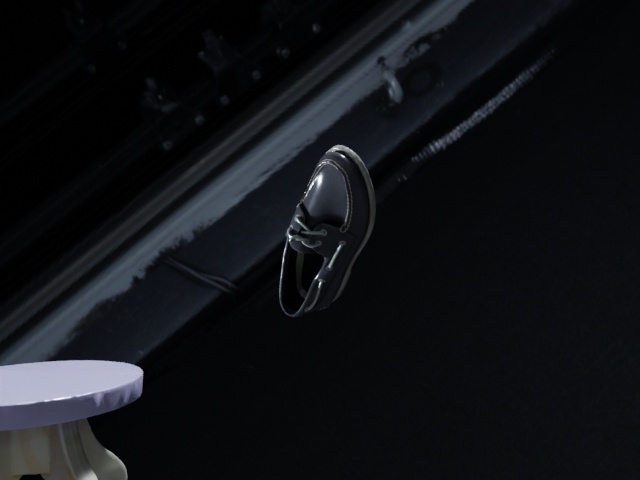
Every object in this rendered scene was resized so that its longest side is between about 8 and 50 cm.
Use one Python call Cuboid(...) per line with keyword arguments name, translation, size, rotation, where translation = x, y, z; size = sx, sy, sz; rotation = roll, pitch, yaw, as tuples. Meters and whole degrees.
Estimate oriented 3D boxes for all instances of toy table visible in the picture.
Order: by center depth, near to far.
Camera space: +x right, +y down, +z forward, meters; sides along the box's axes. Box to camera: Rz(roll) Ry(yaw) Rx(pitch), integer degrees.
Cuboid(name="toy table", translation=(-0.323, 0.233, 0.897), size=(0.252, 0.274, 0.161), rotation=(6, -85, 45))

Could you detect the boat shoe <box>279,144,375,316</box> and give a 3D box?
Cuboid(name="boat shoe", translation=(0.000, 0.000, 0.802), size=(0.075, 0.206, 0.065), rotation=(37, -133, 24))
